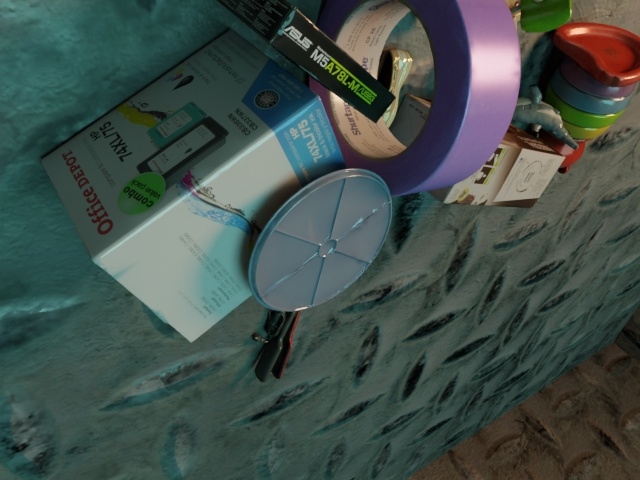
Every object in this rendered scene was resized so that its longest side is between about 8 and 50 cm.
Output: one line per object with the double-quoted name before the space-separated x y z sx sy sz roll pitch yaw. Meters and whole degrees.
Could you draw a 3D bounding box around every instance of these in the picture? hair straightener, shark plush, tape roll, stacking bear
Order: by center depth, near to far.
"tape roll" 0.100 -0.195 0.656 0.090 0.275 0.275 -13 134 -35
"hair straightener" -0.084 0.186 1.043 0.089 0.047 0.230 -2 126 -42
"shark plush" 0.426 -0.224 1.044 0.067 0.161 0.073 -47 180 -16
"stacking bear" 0.519 -0.267 1.087 0.164 0.175 0.289 -18 146 -20

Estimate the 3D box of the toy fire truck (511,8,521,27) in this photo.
"toy fire truck" 0.309 -0.330 0.897 0.192 0.047 0.135 -23 144 -32

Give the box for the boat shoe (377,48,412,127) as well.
"boat shoe" 0.093 -0.225 0.815 0.045 0.050 0.135 0 115 -39

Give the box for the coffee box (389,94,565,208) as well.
"coffee box" 0.274 -0.150 0.951 0.297 0.168 0.119 -1 126 -42

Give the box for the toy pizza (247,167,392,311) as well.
"toy pizza" 0.000 0.000 0.626 0.201 0.032 0.201 -26 140 -24

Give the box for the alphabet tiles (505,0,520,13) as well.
"alphabet tiles" 0.275 -0.420 0.823 0.237 0.009 0.198 -47 143 4

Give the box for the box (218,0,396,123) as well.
"box" -0.029 -0.221 0.584 0.045 0.191 0.184 -50 142 13

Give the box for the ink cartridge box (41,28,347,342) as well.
"ink cartridge box" -0.131 -0.063 0.635 0.270 0.198 0.197 -38 143 -8

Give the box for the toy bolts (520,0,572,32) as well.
"toy bolts" 0.234 -0.412 0.712 0.228 0.218 0.158 57 48 -41
